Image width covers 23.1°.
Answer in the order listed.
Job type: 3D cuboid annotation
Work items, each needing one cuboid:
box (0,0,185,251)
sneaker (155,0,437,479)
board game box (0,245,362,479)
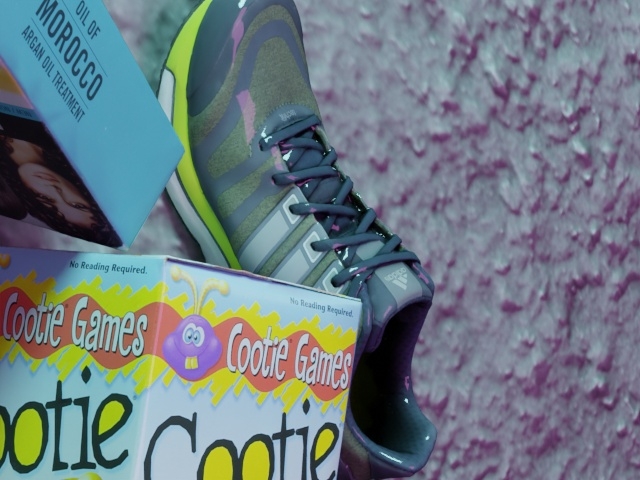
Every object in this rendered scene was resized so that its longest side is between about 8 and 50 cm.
[{"bbox_3d":[-0.146,-0.092,0.634,0.060,0.100,0.244,-63,153,-24],"label":"box"},{"bbox_3d":[0.000,0.000,0.854,0.111,0.121,0.300,-33,118,-45],"label":"sneaker"},{"bbox_3d":[-0.094,0.149,0.734,0.142,0.144,0.275,16,80,-50],"label":"board game box"}]
